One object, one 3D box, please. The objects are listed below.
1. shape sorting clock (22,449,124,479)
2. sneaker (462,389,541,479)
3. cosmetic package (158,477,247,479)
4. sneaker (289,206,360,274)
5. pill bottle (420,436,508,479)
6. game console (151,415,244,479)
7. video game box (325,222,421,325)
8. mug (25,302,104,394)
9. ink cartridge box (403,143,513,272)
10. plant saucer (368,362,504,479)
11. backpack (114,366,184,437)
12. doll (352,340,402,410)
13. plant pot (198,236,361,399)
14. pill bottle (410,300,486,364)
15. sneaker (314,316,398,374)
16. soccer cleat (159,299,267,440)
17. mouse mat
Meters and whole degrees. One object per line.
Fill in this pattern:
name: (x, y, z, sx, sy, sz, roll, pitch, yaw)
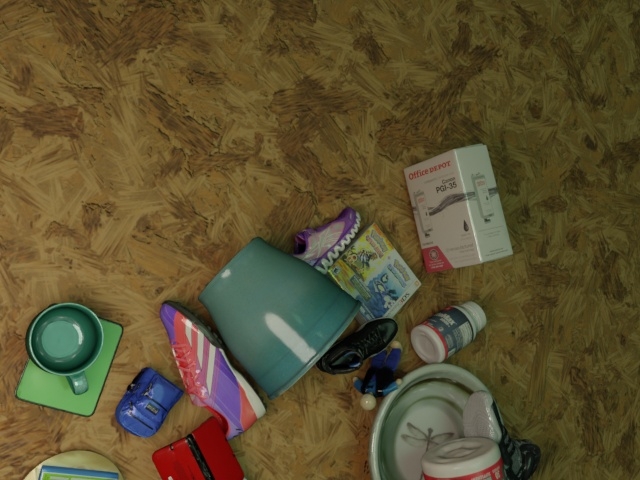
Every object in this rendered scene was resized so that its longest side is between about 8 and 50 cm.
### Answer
shape sorting clock: (-0.460, 0.490, 1.260, 0.206, 0.040, 0.206, 5, 80, -32)
sneaker: (0.430, 0.471, 1.620, 0.153, 0.101, 0.268, -12, 93, -31)
cosmetic package: (-0.200, 0.520, 1.379, 0.231, 0.086, 0.117, 50, 62, -15)
sneaker: (0.000, 0.000, 1.576, 0.104, 0.095, 0.236, 42, 65, -9)
pill bottle: (0.341, 0.611, 1.498, 0.177, 0.176, 0.318, -14, 89, -30)
game console: (-0.234, 0.435, 1.318, 0.124, 0.085, 0.143, -26, 92, 1)
video game box: (0.125, 0.092, 1.654, 0.187, 0.048, 0.205, -46, 105, -29)
mug: (-0.477, 0.194, 1.260, 0.130, 0.097, 0.157, 20, 74, -26)
ink cartridge box: (0.336, -0.076, 1.707, 0.117, 0.207, 0.282, -12, 87, -32)
plant saucer: (0.264, 0.495, 1.634, 0.401, 0.101, 0.399, 5, 79, -28)
backpack: (-0.337, 0.317, 1.326, 0.098, 0.101, 0.120, 39, 69, -11)
doll: (0.130, 0.315, 1.579, 0.046, 0.129, 0.189, 63, 35, -30)
plant pot: (-0.099, 0.138, 1.408, 0.255, 0.271, 0.271, 44, 63, -1)
pill bottle: (0.323, 0.224, 1.708, 0.180, 0.108, 0.107, -26, 95, -31)
sneaker: (0.097, 0.244, 1.540, 0.217, 0.121, 0.079, -26, 96, -14)
soccer cleat: (-0.239, 0.264, 1.389, 0.116, 0.109, 0.318, -41, 105, -24)
mouse mat: (-0.478, 0.230, 1.314, 0.153, 0.007, 0.189, 24, 72, -24)
